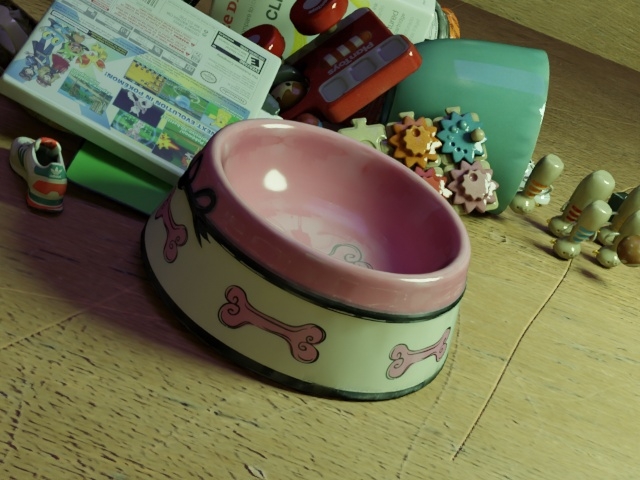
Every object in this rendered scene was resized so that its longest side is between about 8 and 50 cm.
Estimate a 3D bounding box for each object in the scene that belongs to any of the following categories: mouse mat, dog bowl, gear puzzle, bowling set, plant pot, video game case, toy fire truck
[{"bbox_3d":[-0.243,-0.075,1.364,0.189,0.007,0.152,25,24,-11],"label":"mouse mat"},{"bbox_3d":[0.000,0.000,1.230,0.408,0.150,0.408,19,29,-12],"label":"dog bowl"},{"bbox_3d":[0.108,-0.109,1.534,0.339,0.175,0.044,-9,-8,-16],"label":"gear puzzle"},{"bbox_3d":[0.460,-0.011,1.725,0.287,0.154,0.200,14,44,-21],"label":"bowling set"},{"bbox_3d":[0.227,-0.213,1.742,0.235,0.293,0.293,14,25,-4],"label":"plant pot"},{"bbox_3d":[-0.243,-0.237,1.450,0.329,0.036,0.300,29,51,-12],"label":"video game case"},{"bbox_3d":[-0.005,-0.265,1.661,0.169,0.302,0.254,54,4,-36],"label":"toy fire truck"}]

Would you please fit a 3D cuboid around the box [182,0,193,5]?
[{"bbox_3d":[-0.260,-0.451,1.917,0.045,0.184,0.191,42,21,-11],"label":"box"}]

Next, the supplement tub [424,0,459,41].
[{"bbox_3d":[0.131,-0.467,2.251,0.338,0.207,0.207,3,31,-37],"label":"supplement tub"}]

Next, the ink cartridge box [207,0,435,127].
[{"bbox_3d":[-0.014,-0.398,1.888,0.384,0.279,0.160,20,36,-6],"label":"ink cartridge box"}]

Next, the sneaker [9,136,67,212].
[{"bbox_3d":[-0.346,-0.103,1.271,0.057,0.075,0.161,7,29,-31],"label":"sneaker"}]

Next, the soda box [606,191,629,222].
[{"bbox_3d":[0.626,-0.028,1.952,0.053,0.060,0.169,-6,37,-48],"label":"soda box"}]

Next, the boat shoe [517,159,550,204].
[{"bbox_3d":[0.381,-0.135,1.958,0.066,0.063,0.184,6,29,-32],"label":"boat shoe"}]

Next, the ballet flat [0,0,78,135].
[{"bbox_3d":[-0.416,-0.264,1.478,0.348,0.123,0.123,36,28,30],"label":"ballet flat"}]

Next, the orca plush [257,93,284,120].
[{"bbox_3d":[-0.156,-0.156,1.571,0.287,0.102,0.151,9,71,-8],"label":"orca plush"}]
